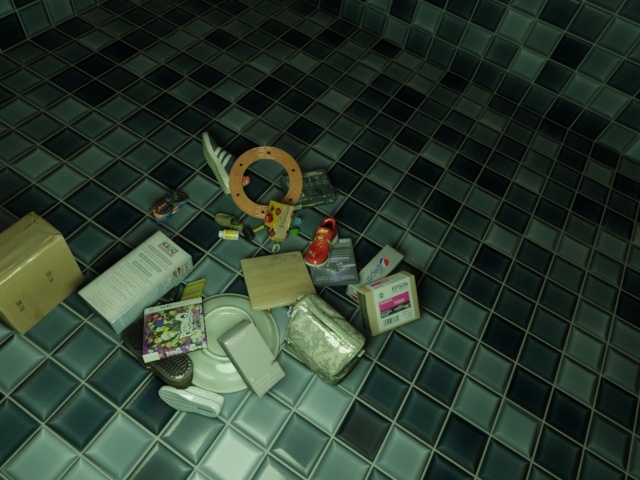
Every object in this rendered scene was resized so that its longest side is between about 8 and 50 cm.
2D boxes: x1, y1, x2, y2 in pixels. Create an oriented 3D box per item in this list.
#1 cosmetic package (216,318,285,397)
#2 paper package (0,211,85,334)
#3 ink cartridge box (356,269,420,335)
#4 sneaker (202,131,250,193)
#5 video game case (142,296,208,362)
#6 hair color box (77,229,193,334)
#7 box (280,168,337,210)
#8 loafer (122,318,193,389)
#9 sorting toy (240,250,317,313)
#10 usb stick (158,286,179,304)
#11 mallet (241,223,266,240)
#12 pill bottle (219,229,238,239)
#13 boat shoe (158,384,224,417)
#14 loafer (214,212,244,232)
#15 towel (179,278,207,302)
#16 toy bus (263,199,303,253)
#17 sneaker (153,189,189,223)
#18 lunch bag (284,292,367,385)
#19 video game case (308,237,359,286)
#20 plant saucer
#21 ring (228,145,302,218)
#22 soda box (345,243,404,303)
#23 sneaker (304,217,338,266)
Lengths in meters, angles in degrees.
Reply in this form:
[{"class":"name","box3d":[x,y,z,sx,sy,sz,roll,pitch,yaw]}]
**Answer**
[{"class":"cosmetic package","box3d":[-0.243,0.409,1.604,0.127,0.107,0.238,-37,108,-25]},{"class":"paper package","box3d":[-1.045,0.122,1.618,0.168,0.325,0.309,32,56,11]},{"class":"ink cartridge box","box3d":[0.276,0.252,1.850,0.234,0.193,0.088,-18,17,-20]},{"class":"sneaker","box3d":[-0.451,-0.384,2.190,0.148,0.131,0.350,-23,73,-21]},{"class":"video game case","box3d":[-0.513,0.308,1.612,0.210,0.042,0.232,-11,37,-11]},{"class":"hair color box","box3d":[-0.688,0.151,1.736,0.185,0.114,0.374,36,58,14]},{"class":"box","box3d":[-0.060,-0.245,2.202,0.232,0.059,0.184,-13,60,-17]},{"class":"loafer","box3d":[-0.578,0.413,1.617,0.133,0.130,0.365,-29,45,-34]},{"class":"sorting toy","box3d":[-0.174,0.179,1.854,0.257,0.089,0.256,-8,46,-17]},{"class":"usb stick","box3d":[-0.702,0.187,1.807,0.277,0.045,0.077,15,62,0]},{"class":"mallet","box3d":[-0.258,-0.053,2.055,0.189,0.039,0.062,-21,71,-29]},{"class":"pill bottle","box3d":[-0.401,-0.026,2.003,0.083,0.043,0.043,5,56,-8]},{"class":"boat shoe","box3d":[-0.448,0.551,1.600,0.226,0.083,0.076,20,28,4]},{"class":"loafer","box3d":[-0.404,-0.088,2.040,0.147,0.050,0.056,22,54,4]},{"class":"towel","box3d":[-0.508,0.254,1.763,0.102,0.021,0.237,-18,42,22]},{"class":"toy bus","box3d":[-0.195,-0.081,2.021,0.104,0.191,0.202,23,55,40]},{"class":"sneaker","box3d":[-0.665,-0.150,2.020,0.083,0.087,0.221,36,40,3]},{"class":"lunch bag","box3d":[0.019,0.353,1.695,0.305,0.256,0.212,39,58,17]},{"class":"video game case","box3d":[0.052,0.089,1.958,0.195,0.026,0.274,-4,41,-2]},{"class":"plant saucer","box3d":[-0.351,0.362,1.719,0.400,0.101,0.401,5,55,-7]},{"class":"ring","box3d":[-0.249,-0.265,2.095,0.336,0.032,0.337,0,85,-4]},{"class":"soda box","box3d":[0.236,0.148,1.972,0.098,0.091,0.286,37,58,17]},{"class":"sneaker","box3d":[0.000,0.000,1.953,0.107,0.118,0.279,8,41,14]}]
